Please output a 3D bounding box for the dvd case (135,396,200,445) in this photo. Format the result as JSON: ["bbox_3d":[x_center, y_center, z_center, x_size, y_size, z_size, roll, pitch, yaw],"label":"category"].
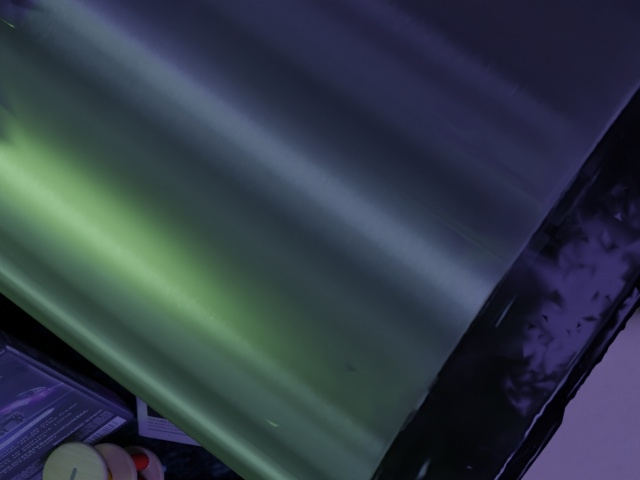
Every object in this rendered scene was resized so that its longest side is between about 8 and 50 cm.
[{"bbox_3d":[-0.051,0.075,1.166,0.179,0.030,0.239,9,136,6],"label":"dvd case"}]

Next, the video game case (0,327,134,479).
[{"bbox_3d":[-0.252,0.151,1.109,0.196,0.026,0.274,-36,161,-1],"label":"video game case"}]

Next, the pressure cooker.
[{"bbox_3d":[-0.015,-0.092,0.762,0.375,0.420,0.370,-46,165,-35],"label":"pressure cooker"}]

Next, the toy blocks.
[{"bbox_3d":[-0.184,0.206,1.236,0.123,0.054,0.148,-40,161,9],"label":"toy blocks"}]
